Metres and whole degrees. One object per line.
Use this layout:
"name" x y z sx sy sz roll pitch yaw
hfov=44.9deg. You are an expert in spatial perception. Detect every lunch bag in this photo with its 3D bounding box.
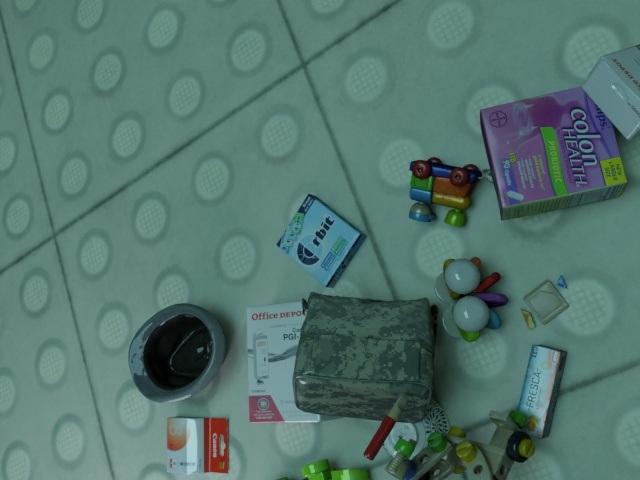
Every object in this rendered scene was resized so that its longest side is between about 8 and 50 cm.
"lunch bag" 0.100 0.233 1.660 0.305 0.212 0.256 4 56 4

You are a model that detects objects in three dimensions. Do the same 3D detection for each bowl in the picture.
"bowl" 0.194 0.426 1.704 0.170 0.080 0.170 -4 82 30

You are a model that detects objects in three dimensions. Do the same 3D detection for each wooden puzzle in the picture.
"wooden puzzle" 0.470 0.129 1.619 0.116 0.014 0.078 -35 71 23

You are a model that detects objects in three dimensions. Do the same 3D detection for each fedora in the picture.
"fedora" -0.351 0.294 2.025 0.275 0.124 0.243 -37 68 13

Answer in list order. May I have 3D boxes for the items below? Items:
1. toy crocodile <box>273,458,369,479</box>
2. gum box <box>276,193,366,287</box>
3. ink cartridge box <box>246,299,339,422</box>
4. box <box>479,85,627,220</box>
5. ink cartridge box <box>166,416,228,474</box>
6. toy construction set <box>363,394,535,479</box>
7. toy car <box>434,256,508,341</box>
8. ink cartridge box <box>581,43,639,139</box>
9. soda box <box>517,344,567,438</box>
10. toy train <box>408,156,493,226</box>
"toy crocodile" -0.037 0.596 1.817 0.340 0.105 0.115 -31 69 29
"gum box" 0.000 0.000 1.904 0.184 0.041 0.157 39 103 28
"ink cartridge box" -0.065 0.289 1.857 0.207 0.117 0.283 -9 79 30
"box" 0.464 -0.176 1.564 0.243 0.117 0.213 -11 76 10
"ink cartridge box" -0.324 0.537 2.023 0.179 0.045 0.145 -7 80 33
"toy construction set" 0.272 0.407 1.530 0.309 0.257 0.237 36 73 -8
"toy car" 0.328 0.121 1.646 0.136 0.159 0.182 -9 75 -7
"ink cartridge box" 0.625 -0.293 1.471 0.148 0.203 0.086 58 153 24
"soda box" 0.449 0.307 1.580 0.063 0.058 0.183 13 89 32
"toy train" 0.313 -0.094 1.706 0.248 0.105 0.143 14 107 25
